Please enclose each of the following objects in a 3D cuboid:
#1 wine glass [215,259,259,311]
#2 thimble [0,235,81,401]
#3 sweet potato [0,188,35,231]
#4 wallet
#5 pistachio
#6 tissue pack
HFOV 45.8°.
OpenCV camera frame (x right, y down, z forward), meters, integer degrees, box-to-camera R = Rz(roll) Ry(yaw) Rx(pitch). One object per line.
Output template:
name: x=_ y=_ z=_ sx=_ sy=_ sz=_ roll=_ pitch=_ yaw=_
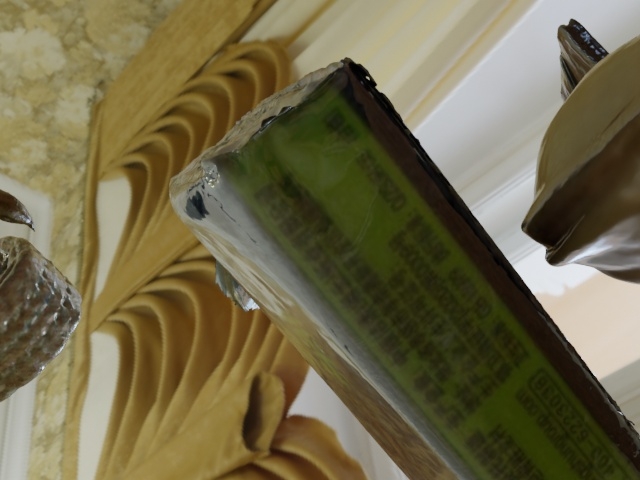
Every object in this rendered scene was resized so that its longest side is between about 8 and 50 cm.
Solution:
wine glass: x=0.023 y=0.022 z=1.226 sx=0.238 sy=0.323 sz=0.238 roll=-6 pitch=-90 yaw=-72
thimble: x=-0.462 y=0.117 z=1.076 sx=0.148 sy=0.196 sz=0.229 roll=54 pitch=-132 yaw=-35
sweet potato: x=-0.499 y=-0.073 z=0.983 sx=0.274 sy=0.067 sz=0.067 roll=23 pitch=-143 yaw=-27
wallet: x=0.406 y=-0.203 z=1.112 sx=0.165 sy=0.042 sz=0.309 roll=56 pitch=-171 yaw=19
pistachio: x=0.257 y=-0.073 z=0.501 sx=0.212 sy=0.260 sz=0.163 roll=-28 pitch=-103 yaw=-28
tissue pack: x=0.059 y=0.073 z=0.556 sx=0.394 sy=0.124 sz=0.288 roll=50 pitch=169 yaw=-12
